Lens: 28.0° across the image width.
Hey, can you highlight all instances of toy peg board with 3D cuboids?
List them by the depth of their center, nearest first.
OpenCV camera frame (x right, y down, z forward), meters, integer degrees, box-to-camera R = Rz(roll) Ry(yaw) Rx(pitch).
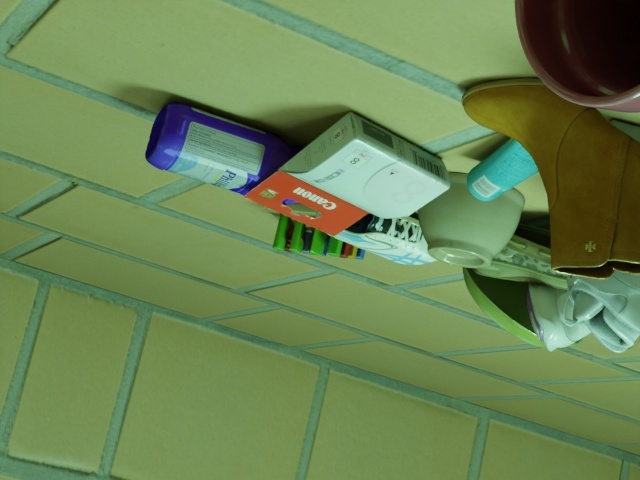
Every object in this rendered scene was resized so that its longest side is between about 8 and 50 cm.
[{"bbox_3d":[0.000,0.000,2.246,0.161,0.079,0.160,7,164,25],"label":"toy peg board"}]

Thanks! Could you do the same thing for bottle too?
[{"bbox_3d":[-0.109,-0.116,1.871,0.283,0.092,0.118,18,164,-18],"label":"bottle"}]

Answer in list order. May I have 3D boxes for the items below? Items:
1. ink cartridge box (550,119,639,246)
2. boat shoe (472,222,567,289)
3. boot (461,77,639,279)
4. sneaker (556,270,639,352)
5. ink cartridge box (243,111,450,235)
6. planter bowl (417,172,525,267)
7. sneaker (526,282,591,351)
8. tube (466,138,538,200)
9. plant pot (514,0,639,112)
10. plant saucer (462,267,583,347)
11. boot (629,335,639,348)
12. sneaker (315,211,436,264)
[{"bbox_3d":[0.383,-0.054,1.610,0.128,0.127,0.176,14,165,-4],"label":"ink cartridge box"},{"bbox_3d":[0.363,0.018,1.950,0.285,0.089,0.104,5,-165,28],"label":"boat shoe"},{"bbox_3d":[0.281,-0.067,1.476,0.295,0.211,0.104,9,166,25],"label":"boot"},{"bbox_3d":[0.495,0.062,1.788,0.365,0.210,0.137,16,166,-11],"label":"sneaker"},{"bbox_3d":[0.036,-0.070,1.816,0.189,0.066,0.232,24,131,-37],"label":"ink cartridge box"},{"bbox_3d":[0.217,-0.022,1.913,0.162,0.109,0.162,11,165,3],"label":"planter bowl"},{"bbox_3d":[0.421,0.085,2.018,0.152,0.114,0.305,-17,-176,30],"label":"sneaker"},{"bbox_3d":[0.260,-0.106,1.692,0.080,0.052,0.207,12,161,-17],"label":"tube"},{"bbox_3d":[0.292,-0.199,1.052,0.180,0.201,0.201,4,174,-37],"label":"plant pot"},{"bbox_3d":[0.326,0.101,2.116,0.241,0.037,0.241,28,-155,-15],"label":"plant saucer"},{"bbox_3d":[0.529,0.134,2.320,0.152,0.073,0.197,17,153,-22],"label":"boot"},{"bbox_3d":[0.109,-0.016,2.078,0.237,0.085,0.086,16,170,-16],"label":"sneaker"}]
